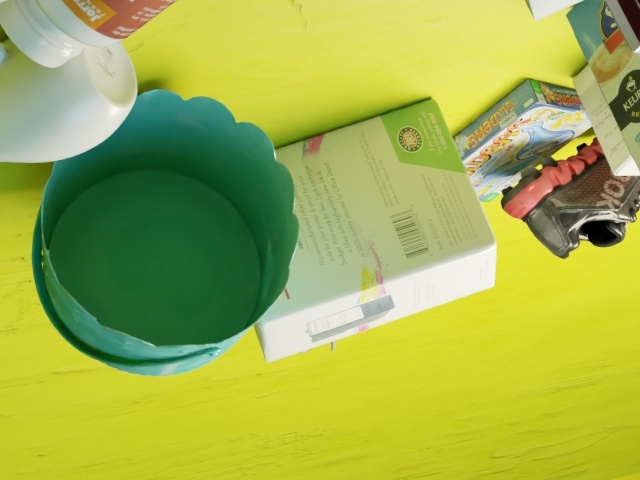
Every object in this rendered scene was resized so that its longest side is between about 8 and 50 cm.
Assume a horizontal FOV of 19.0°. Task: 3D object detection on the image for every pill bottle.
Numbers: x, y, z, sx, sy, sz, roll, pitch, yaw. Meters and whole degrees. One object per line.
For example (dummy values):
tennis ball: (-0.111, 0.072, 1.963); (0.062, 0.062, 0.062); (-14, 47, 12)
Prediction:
pill bottle: (-0.173, -0.242, 1.631); (0.216, 0.121, 0.121); (-33, 153, 25)

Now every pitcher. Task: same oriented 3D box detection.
pitcher: (-0.293, -0.139, 1.777); (0.207, 0.125, 0.178); (-20, 143, 26)

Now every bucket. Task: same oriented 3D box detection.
bucket: (-0.165, 0.004, 1.982); (0.281, 0.281, 0.183); (-13, 163, -16)

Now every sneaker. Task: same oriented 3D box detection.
sneaker: (0.354, -0.068, 2.343); (0.276, 0.135, 0.097); (-30, 170, -26)

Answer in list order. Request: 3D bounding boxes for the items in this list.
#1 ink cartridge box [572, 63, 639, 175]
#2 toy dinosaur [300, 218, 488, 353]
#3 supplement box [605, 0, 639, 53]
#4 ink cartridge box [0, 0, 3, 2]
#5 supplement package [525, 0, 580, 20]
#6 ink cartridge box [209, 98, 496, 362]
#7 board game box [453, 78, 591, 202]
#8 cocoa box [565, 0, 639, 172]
ink cartridge box: (0.468, -0.100, 2.266); (0.296, 0.261, 0.066); (-2, 149, -35)
toy dinosaur: (0.068, 0.021, 2.423); (0.313, 0.121, 0.160); (-33, 166, 15)
supplement box: (0.389, -0.261, 1.740); (0.130, 0.073, 0.239); (3, 145, -44)
ink cartridge box: (-0.194, -0.295, 1.453); (0.219, 0.160, 0.092); (-22, 155, 2)
supplement package: (0.275, -0.349, 1.732); (0.262, 0.145, 0.204); (-22, 156, 5)
ink cartridge box: (0.000, 0.000, 2.170); (0.353, 0.207, 0.119); (-18, 155, -6)
board game box: (0.226, -0.117, 2.314); (0.136, 0.035, 0.201); (6, 145, -45)
cocoa box: (0.490, -0.214, 2.082); (0.347, 0.228, 0.231); (0, 148, -38)
